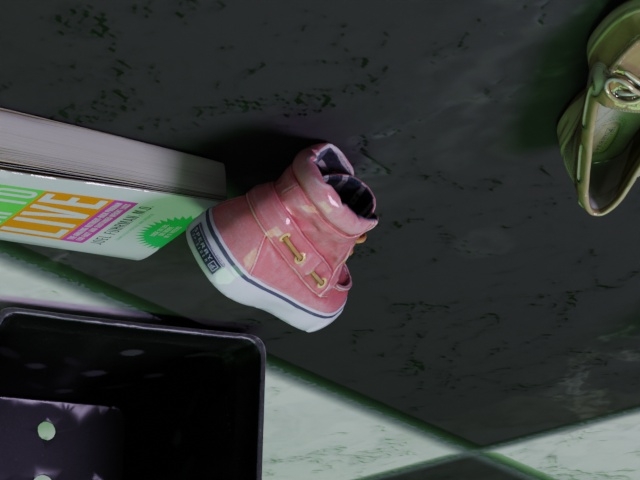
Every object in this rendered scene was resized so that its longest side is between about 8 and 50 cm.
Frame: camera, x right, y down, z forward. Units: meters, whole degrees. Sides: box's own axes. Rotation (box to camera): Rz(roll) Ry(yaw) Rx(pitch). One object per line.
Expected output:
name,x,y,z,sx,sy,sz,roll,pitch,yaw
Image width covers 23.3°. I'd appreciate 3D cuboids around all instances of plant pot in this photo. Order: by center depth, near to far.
plant pot,-0.160,0.159,1.034,0.188,0.188,0.167,9,164,-29

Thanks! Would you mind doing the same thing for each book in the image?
book,-0.135,-0.025,0.803,0.144,0.035,0.096,9,154,-34

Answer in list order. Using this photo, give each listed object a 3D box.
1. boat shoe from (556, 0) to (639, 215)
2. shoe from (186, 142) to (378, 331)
boat shoe,0.150,-0.065,0.746,0.056,0.048,0.153,-1,155,-11
shoe,0.000,0.000,0.838,0.081,0.063,0.178,-32,162,13
